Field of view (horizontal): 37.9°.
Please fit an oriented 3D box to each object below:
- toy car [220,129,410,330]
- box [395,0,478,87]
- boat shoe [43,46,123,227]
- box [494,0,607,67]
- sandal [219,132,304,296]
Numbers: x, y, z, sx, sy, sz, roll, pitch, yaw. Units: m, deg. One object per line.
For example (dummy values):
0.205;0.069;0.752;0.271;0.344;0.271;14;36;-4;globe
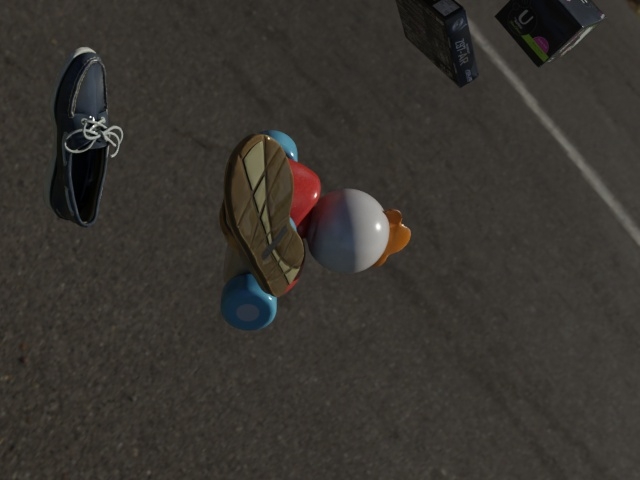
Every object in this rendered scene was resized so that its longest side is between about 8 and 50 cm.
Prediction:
0.000;0.000;1.246;0.238;0.210;0.219;12;37;-10;toy car
0.085;-0.163;0.705;0.083;0.018;0.067;54;-7;42;box
-0.332;-0.140;1.308;0.079;0.255;0.095;29;23;29;boat shoe
0.200;-0.194;0.809;0.062;0.052;0.083;50;34;6;box
-0.056;-0.018;0.793;0.049;0.180;0.072;26;61;26;sandal
